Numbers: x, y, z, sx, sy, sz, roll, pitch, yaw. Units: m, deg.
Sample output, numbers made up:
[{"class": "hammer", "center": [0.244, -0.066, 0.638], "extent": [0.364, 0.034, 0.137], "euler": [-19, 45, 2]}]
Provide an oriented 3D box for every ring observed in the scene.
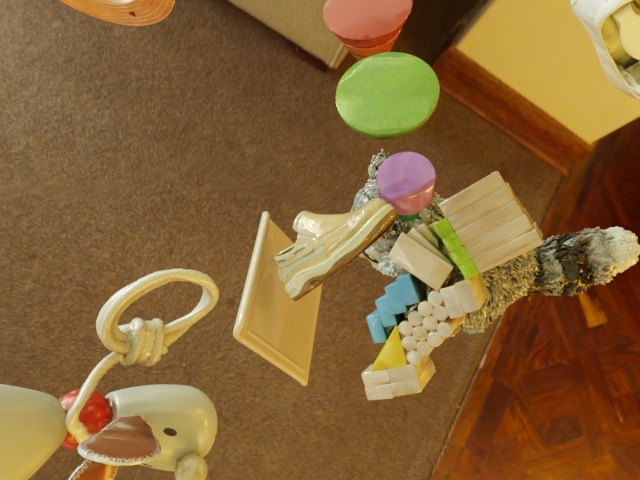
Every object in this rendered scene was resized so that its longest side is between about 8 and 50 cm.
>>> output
[{"class": "ring", "center": [-0.405, -0.494, 0.855], "extent": [0.337, 0.336, 0.032], "euler": [19, 74, -10]}]

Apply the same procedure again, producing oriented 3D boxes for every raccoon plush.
[{"class": "raccoon plush", "center": [0.256, -0.036, 0.810], "extent": [0.446, 0.299, 0.216], "euler": [-23, 44, 6]}]

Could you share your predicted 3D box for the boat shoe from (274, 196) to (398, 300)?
[{"class": "boat shoe", "center": [0.000, 0.000, 0.519], "extent": [0.068, 0.190, 0.072], "euler": [-31, 84, -42]}]

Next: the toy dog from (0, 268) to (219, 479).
[{"class": "toy dog", "center": [-0.191, 0.156, 0.312], "extent": [0.334, 0.220, 0.161], "euler": [-6, 42, -37]}]

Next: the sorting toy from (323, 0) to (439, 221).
[{"class": "sorting toy", "center": [0.088, -0.182, 0.684], "extent": [0.127, 0.126, 0.365], "euler": [-11, 65, 6]}]

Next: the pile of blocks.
[{"class": "pile of blocks", "center": [0.164, 0.066, 0.723], "extent": [0.149, 0.113, 0.362], "euler": [38, 111, 17]}]

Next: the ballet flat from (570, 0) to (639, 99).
[{"class": "ballet flat", "center": [0.596, -0.345, 0.938], "extent": [0.400, 0.139, 0.139], "euler": [26, 69, -35]}]

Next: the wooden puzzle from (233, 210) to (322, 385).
[{"class": "wooden puzzle", "center": [-0.067, 0.103, 0.858], "extent": [0.044, 0.238, 0.221], "euler": [-7, 53, 24]}]
